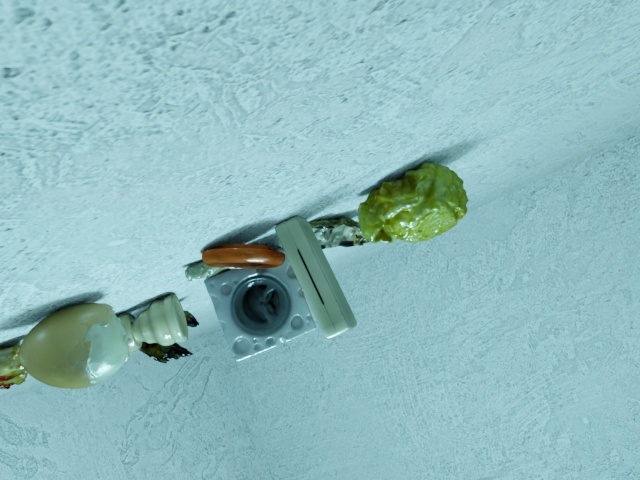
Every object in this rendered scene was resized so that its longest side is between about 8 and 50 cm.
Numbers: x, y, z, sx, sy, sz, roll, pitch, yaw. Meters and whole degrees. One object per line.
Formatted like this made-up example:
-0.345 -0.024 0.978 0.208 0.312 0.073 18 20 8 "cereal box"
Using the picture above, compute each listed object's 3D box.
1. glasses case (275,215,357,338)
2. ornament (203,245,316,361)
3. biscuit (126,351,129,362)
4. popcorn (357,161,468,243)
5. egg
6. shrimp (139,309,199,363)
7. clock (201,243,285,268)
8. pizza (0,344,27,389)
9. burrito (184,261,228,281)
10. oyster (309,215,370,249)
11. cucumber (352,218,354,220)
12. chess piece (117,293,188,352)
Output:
-0.010 0.092 1.408 0.070 0.313 0.131 -27 172 9 "glasses case"
-0.176 0.170 1.599 0.238 0.240 0.240 -21 -175 -8 "ornament"
-0.686 0.319 1.635 0.188 0.040 0.265 -38 134 16 "biscuit"
0.249 -0.099 1.426 0.285 0.174 0.225 -9 153 -18 "popcorn"
-0.585 0.254 1.328 0.244 0.201 0.201 -9 169 -13 "egg"
-0.518 0.316 1.919 0.364 0.071 0.233 10 -145 45 "shrimp"
-0.189 0.039 1.368 0.205 0.052 0.205 -1 172 0 "clock"
-0.921 0.381 1.504 0.405 0.130 0.439 -23 173 22 "pizza"
-0.272 0.064 1.475 0.188 0.045 0.058 -22 -172 -26 "burrito"
0.050 -0.018 1.667 0.344 0.079 0.129 2 138 -49 "oyster"
0.000 0.000 1.776 0.250 0.056 0.056 -25 172 9 "cucumber"
-0.583 0.288 1.754 0.299 0.167 0.167 -18 172 -6 "chess piece"
